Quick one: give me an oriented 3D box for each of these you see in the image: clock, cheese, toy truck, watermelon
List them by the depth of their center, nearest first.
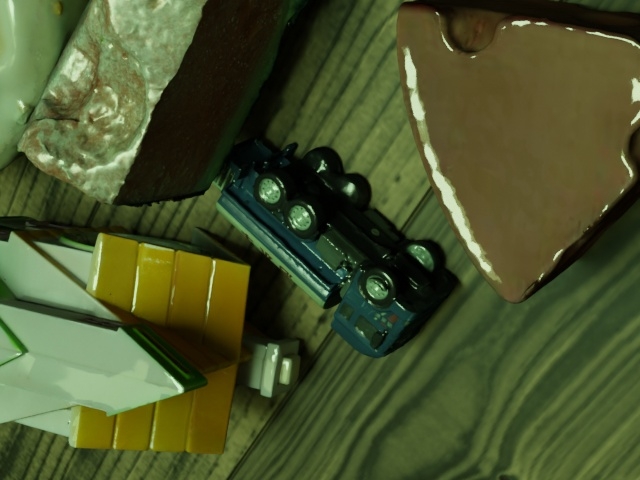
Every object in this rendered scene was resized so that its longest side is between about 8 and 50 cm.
[{"bbox_3d":[0.133,-0.094,0.688,0.177,0.128,0.203,45,126,14],"label":"cheese"},{"bbox_3d":[-0.096,-0.131,0.736,0.148,0.226,0.318,31,142,-10],"label":"watermelon"},{"bbox_3d":[0.000,0.000,0.844,0.201,0.074,0.088,43,129,16],"label":"toy truck"},{"bbox_3d":[-0.180,0.067,0.900,0.309,0.235,0.166,12,96,21],"label":"clock"}]

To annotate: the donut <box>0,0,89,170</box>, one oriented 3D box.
[{"bbox_3d":[-0.336,-0.232,0.952,0.382,0.142,0.383,11,110,31],"label":"donut"}]
